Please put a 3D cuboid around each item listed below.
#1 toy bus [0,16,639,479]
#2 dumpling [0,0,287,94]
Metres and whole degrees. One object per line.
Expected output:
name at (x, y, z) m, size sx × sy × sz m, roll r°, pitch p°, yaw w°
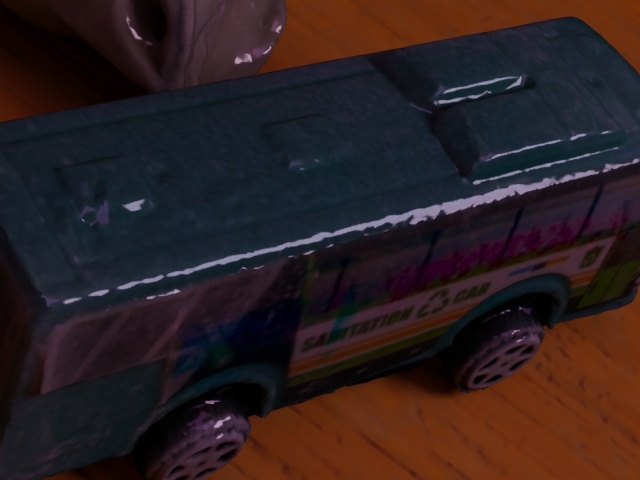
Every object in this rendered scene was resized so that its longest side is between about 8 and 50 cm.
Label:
toy bus at (0.000, 0.000, 0.571) m, size 0.261 × 0.109 × 0.091 m, roll -16°, pitch 57°, yaw -34°
dumpling at (-0.072, -0.134, 0.645) m, size 0.169 × 0.100 × 0.134 m, roll 39°, pitch 35°, yaw 5°
